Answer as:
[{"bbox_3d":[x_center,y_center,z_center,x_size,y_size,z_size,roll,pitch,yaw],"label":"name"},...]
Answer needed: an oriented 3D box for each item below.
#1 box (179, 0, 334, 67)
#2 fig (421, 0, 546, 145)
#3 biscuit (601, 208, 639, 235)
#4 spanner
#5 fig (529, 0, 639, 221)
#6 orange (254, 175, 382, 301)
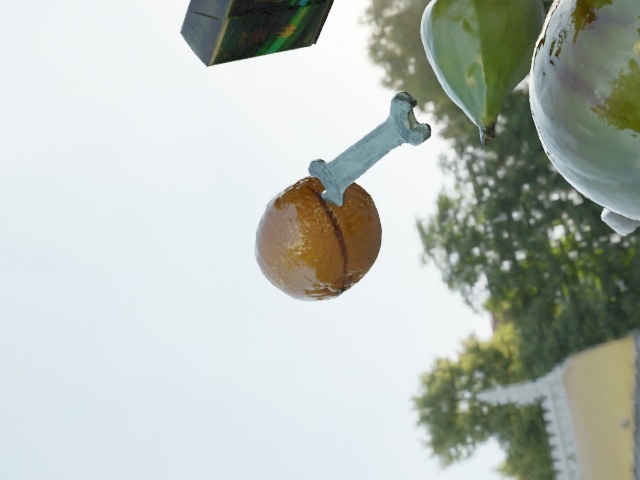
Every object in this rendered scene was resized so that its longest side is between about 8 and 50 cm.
[{"bbox_3d":[-0.043,-0.303,1.221,0.159,0.240,0.071,-22,-119,-38],"label":"box"},{"bbox_3d":[0.304,-0.330,1.984,0.233,0.233,0.314,44,-166,-47],"label":"fig"},{"bbox_3d":[0.467,-0.160,1.361,0.063,0.367,0.314,40,-136,6],"label":"biscuit"},{"bbox_3d":[0.052,-0.100,1.355,0.017,0.302,0.071,-34,-89,-25],"label":"spanner"},{"bbox_3d":[0.149,-0.113,0.572,0.151,0.151,0.259,54,-175,-37],"label":"fig"},{"bbox_3d":[0.000,0.000,1.619,0.161,0.193,0.193,51,-163,22],"label":"orange"}]
